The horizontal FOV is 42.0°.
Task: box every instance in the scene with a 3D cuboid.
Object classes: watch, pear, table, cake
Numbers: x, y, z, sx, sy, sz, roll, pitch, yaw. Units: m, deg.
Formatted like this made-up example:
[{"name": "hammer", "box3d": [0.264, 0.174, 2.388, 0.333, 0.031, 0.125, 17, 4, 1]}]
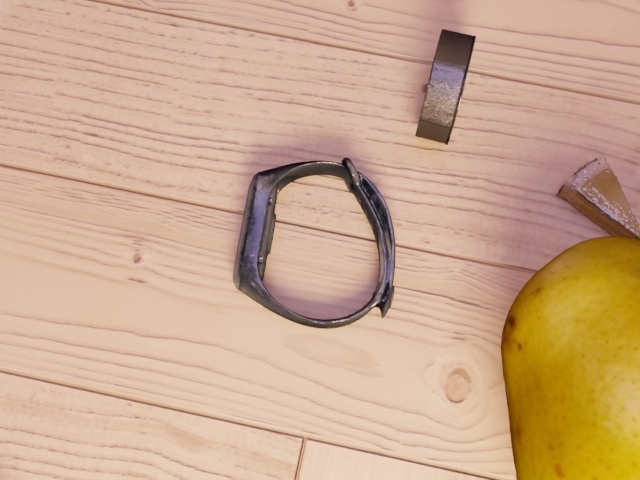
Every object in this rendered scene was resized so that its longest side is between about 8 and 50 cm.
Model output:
[{"name": "watch", "box3d": [0.000, 0.000, 1.000, 0.192, 0.068, 0.206, 10, 79, 0]}, {"name": "pear", "box3d": [0.363, 0.185, 0.806, 0.362, 0.362, 0.418, -41, 73, -10]}, {"name": "table", "box3d": [0.151, -0.186, 1.011, 0.043, 0.133, 0.134, 15, 76, 5]}, {"name": "cake", "box3d": [0.355, -0.041, 1.013, 0.065, 0.052, 0.121, -43, 78, -12]}]
